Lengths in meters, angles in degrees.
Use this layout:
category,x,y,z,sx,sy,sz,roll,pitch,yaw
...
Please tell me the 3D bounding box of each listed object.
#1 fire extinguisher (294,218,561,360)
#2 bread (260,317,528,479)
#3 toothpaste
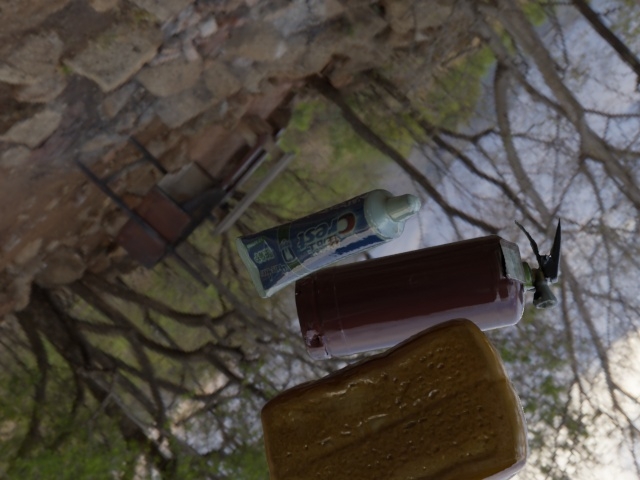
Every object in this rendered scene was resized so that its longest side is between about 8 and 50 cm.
category,x,y,z,sx,sy,sz,roll,pitch,yaw
fire extinguisher,0.114,0.046,0.767,0.268,0.105,0.105,-12,-167,10
bread,0.054,0.146,0.575,0.200,0.116,0.077,-26,154,17
toothpaste,0.000,0.000,0.568,0.034,0.057,0.197,-31,-174,-42
